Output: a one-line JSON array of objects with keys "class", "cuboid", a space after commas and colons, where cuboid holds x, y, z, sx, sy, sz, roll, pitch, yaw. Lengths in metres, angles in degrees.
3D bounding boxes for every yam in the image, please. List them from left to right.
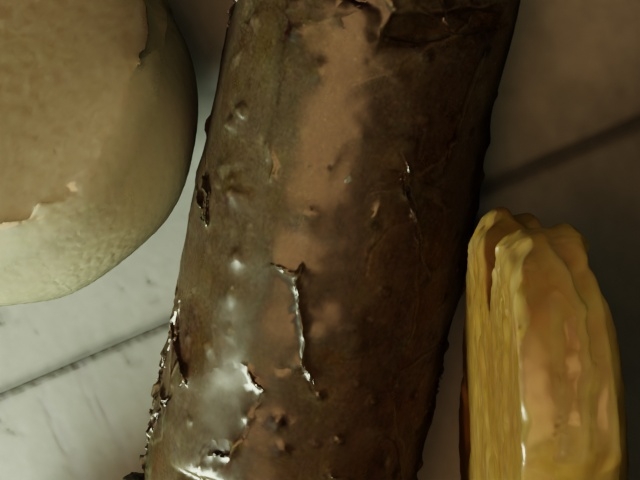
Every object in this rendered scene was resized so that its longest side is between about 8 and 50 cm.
[{"class": "yam", "cuboid": [0.001, 0.001, 0.759, 0.131, 0.131, 0.279, 15, 105, 12]}]

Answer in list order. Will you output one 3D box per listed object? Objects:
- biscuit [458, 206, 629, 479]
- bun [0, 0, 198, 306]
[{"class": "biscuit", "cuboid": [0.085, 0.139, 0.687, 0.051, 0.269, 0.376, -4, 135, -1]}, {"class": "bun", "cuboid": [-0.133, -0.048, 0.784, 0.173, 0.120, 0.172, -5, 67, 11]}]
